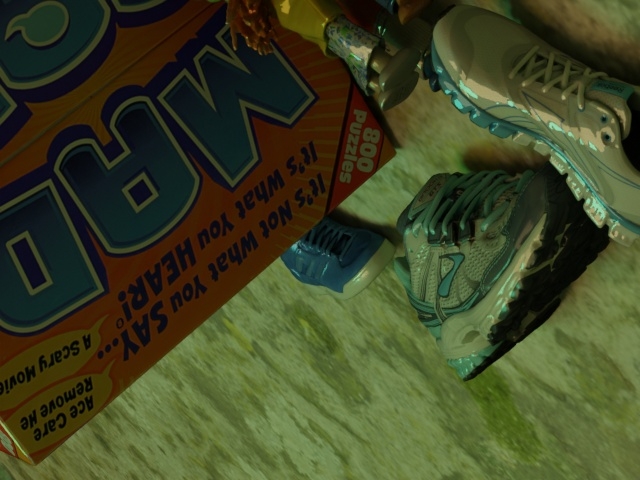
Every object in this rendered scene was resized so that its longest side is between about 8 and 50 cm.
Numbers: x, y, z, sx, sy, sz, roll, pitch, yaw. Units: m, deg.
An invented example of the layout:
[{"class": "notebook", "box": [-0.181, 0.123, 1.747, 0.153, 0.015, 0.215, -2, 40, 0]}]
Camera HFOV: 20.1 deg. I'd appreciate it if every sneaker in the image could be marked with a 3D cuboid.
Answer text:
[{"class": "sneaker", "box": [0.105, 0.004, 1.213, 0.122, 0.110, 0.283, 48, 158, 10]}, {"class": "sneaker", "box": [-0.001, 0.001, 1.461, 0.084, 0.058, 0.152, 44, 166, -13]}, {"class": "sneaker", "box": [0.150, -0.082, 1.056, 0.191, 0.071, 0.083, 39, 151, 2]}]

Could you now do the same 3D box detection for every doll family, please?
[{"class": "doll family", "box": [-0.001, -0.178, 1.090, 0.163, 0.118, 0.263, 41, 157, 19]}]

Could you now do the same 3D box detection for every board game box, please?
[{"class": "board game box", "box": [-0.242, -0.106, 1.335, 0.356, 0.356, 0.356, 7, 133, 59]}]

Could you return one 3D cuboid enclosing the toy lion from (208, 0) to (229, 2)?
[{"class": "toy lion", "box": [-0.058, -0.191, 1.205, 0.100, 0.096, 0.034, 55, 157, -16]}]
